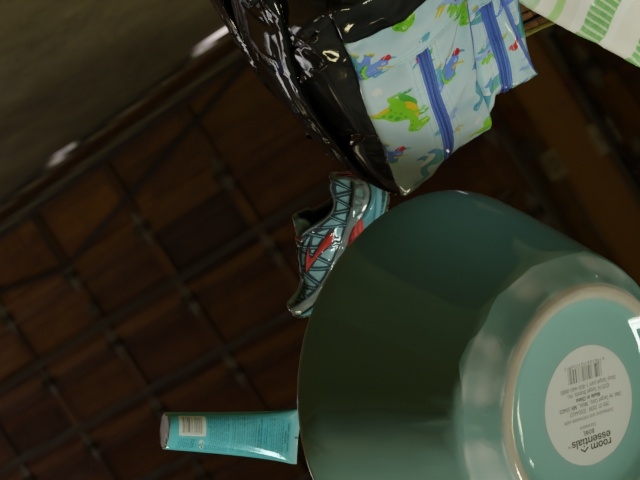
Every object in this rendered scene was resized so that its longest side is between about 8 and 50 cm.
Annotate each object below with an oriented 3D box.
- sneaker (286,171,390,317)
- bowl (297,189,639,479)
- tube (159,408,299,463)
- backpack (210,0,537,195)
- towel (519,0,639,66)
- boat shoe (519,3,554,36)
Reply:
[{"bbox_3d":[0.000,0.000,2.102,0.262,0.125,0.104,-59,-167,15],"label":"sneaker"},{"bbox_3d":[0.152,0.116,1.016,0.311,0.311,0.163,-34,-161,-29],"label":"bowl"},{"bbox_3d":[-0.126,0.279,1.893,0.207,0.080,0.052,6,-179,-21],"label":"tube"},{"bbox_3d":[0.037,-0.190,1.079,0.273,0.290,0.355,-35,144,-17],"label":"backpack"},{"bbox_3d":[0.363,-0.311,1.387,0.248,0.325,0.038,-61,-143,13],"label":"towel"},{"bbox_3d":[0.365,-0.337,1.719,0.307,0.104,0.111,-12,-170,10],"label":"boat shoe"}]
